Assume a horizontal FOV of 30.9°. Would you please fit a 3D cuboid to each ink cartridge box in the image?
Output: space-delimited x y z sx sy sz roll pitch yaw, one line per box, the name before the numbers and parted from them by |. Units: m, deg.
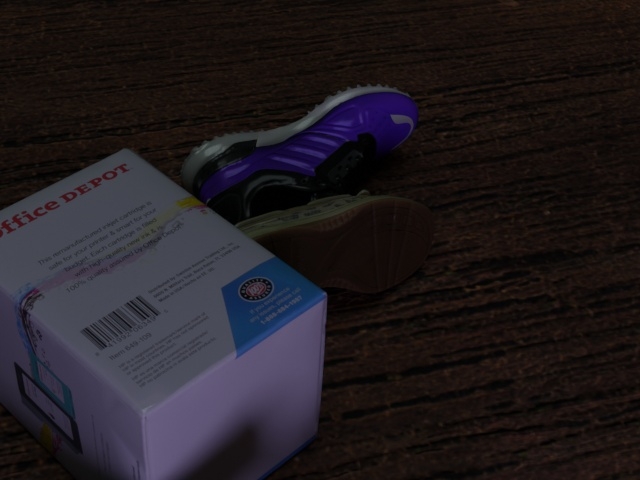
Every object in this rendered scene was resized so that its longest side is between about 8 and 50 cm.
ink cartridge box | -0.160 0.089 1.025 0.198 0.197 0.270 -32 53 -33

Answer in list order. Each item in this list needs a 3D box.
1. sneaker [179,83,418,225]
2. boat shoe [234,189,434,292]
sneaker | 0.003 -0.072 1.302 0.293 0.102 0.146 -23 52 -20
boat shoe | 0.000 0.000 1.186 0.285 0.105 0.089 -7 20 -41
